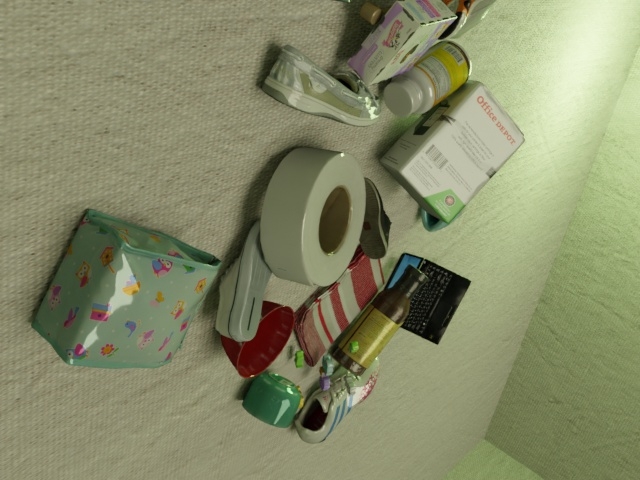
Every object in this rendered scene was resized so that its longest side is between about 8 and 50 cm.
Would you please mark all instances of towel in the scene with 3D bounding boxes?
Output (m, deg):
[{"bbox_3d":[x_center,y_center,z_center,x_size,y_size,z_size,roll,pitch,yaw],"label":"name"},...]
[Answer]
[{"bbox_3d":[0.058,0.165,1.899,0.329,0.037,0.237,-46,148,-22],"label":"towel"}]

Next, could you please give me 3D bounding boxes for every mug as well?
[{"bbox_3d":[-0.120,0.380,1.752,0.130,0.158,0.097,24,93,-35],"label":"mug"}]

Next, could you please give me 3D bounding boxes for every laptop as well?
[{"bbox_3d":[0.308,0.182,2.176,0.234,0.265,0.136,-63,-174,7],"label":"laptop"}]

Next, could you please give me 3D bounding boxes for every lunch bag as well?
[{"bbox_3d":[-0.305,0.095,1.194,0.262,0.160,0.223,20,98,-53],"label":"lunch bag"}]

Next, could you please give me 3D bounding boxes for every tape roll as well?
[{"bbox_3d":[-0.010,-0.049,1.484,0.286,0.100,0.286,-38,134,-53],"label":"tape roll"}]

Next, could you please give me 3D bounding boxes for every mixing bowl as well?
[{"bbox_3d":[-0.151,0.198,1.555,0.181,0.098,0.181,-40,147,-33],"label":"mixing bowl"}]

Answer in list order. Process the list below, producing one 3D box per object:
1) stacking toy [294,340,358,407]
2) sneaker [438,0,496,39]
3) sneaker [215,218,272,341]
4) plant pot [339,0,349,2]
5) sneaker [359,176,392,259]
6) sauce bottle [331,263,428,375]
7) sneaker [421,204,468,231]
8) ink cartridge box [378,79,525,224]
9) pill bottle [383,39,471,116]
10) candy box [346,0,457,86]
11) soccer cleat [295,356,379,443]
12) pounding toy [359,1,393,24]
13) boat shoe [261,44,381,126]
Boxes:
[{"bbox_3d":[0.015,0.356,1.892,0.167,0.052,0.221,-9,135,-14],"label":"stacking toy"},{"bbox_3d":[0.358,-0.555,1.600,0.262,0.099,0.121,-37,168,32],"label":"sneaker"},{"bbox_3d":[-0.161,0.075,1.459,0.094,0.091,0.257,36,64,-54],"label":"sneaker"},{"bbox_3d":[-0.045,-0.499,1.068,0.166,0.166,0.234,-11,117,-52],"label":"plant pot"},{"bbox_3d":[0.122,-0.074,1.767,0.118,0.083,0.221,-69,151,-55],"label":"sneaker"},{"bbox_3d":[0.175,0.222,2.015,0.344,0.111,0.111,-51,149,0],"label":"sauce bottle"},{"bbox_3d":[0.333,-0.158,1.928,0.150,0.135,0.365,-44,144,-27],"label":"sneaker"},{"bbox_3d":[0.324,-0.221,1.743,0.289,0.121,0.211,-47,117,0],"label":"ink cartridge box"},{"bbox_3d":[0.242,-0.366,1.631,0.215,0.117,0.117,-38,143,-31],"label":"pill bottle"},{"bbox_3d":[0.166,-0.406,1.436,0.165,0.070,0.196,-45,173,36],"label":"candy box"},{"bbox_3d":[0.053,0.441,2.046,0.331,0.116,0.143,-50,149,-14],"label":"soccer cleat"},{"bbox_3d":[0.126,-0.517,1.365,0.206,0.094,0.181,-52,161,-4],"label":"pounding toy"},{"bbox_3d":[0.023,-0.295,1.379,0.321,0.118,0.103,3,118,-49],"label":"boat shoe"}]
